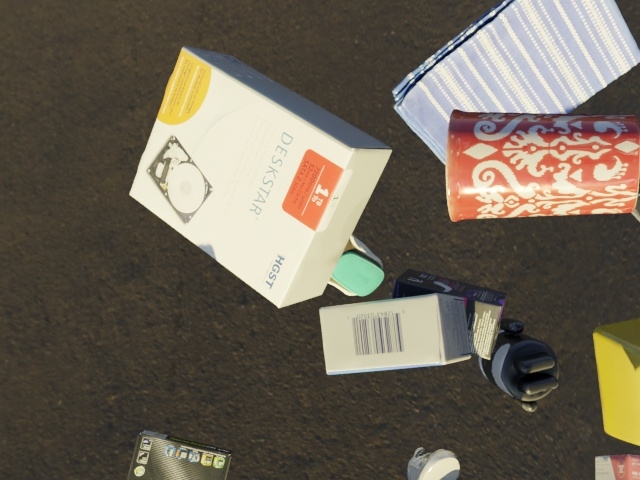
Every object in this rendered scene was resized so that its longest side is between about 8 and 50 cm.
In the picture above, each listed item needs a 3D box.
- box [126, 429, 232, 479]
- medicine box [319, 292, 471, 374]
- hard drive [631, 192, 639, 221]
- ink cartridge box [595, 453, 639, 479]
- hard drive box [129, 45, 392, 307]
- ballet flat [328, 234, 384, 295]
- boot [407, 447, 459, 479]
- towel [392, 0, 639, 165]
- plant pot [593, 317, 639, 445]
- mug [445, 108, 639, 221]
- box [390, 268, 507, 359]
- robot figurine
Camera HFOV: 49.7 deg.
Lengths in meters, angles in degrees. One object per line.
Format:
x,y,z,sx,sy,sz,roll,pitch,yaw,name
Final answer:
-0.286,0.486,1.359,0.190,0.045,0.184,15,83,-2,box
0.176,0.211,1.553,0.263,0.289,0.149,-10,79,22,medicine box
0.643,-0.030,1.150,0.172,0.254,0.054,62,142,34,hard drive
0.447,0.413,0.987,0.067,0.115,0.198,7,70,0,ink cartridge box
-0.070,-0.071,0.731,0.232,0.089,0.181,33,111,23,hard drive box
0.000,0.000,1.333,0.139,0.400,0.139,-10,65,23,ballet flat
0.247,0.532,1.606,0.095,0.258,0.123,-7,42,-15,boot
0.297,-0.242,1.033,0.336,0.243,0.040,-38,38,16,towel
0.630,0.254,1.202,0.212,0.187,0.212,-11,98,-6,plant pot
0.220,-0.079,0.689,0.169,0.150,0.113,1,103,19,mug
0.322,0.182,1.765,0.270,0.165,0.143,14,103,18,box
0.551,0.343,1.917,0.173,0.278,0.209,28,88,-9,robot figurine
